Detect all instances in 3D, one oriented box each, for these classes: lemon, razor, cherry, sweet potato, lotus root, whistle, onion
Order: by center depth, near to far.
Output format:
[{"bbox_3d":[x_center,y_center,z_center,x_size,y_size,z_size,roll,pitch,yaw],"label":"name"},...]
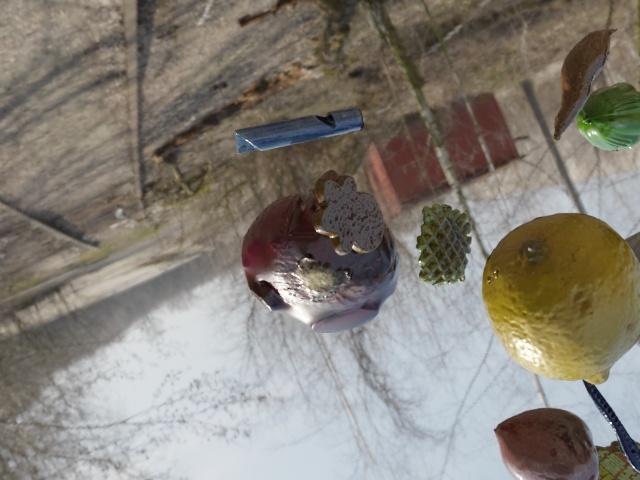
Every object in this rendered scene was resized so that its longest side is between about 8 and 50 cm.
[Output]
[{"bbox_3d":[0.353,0.087,1.068,0.228,0.254,0.228,-14,-162,5],"label":"lemon"},{"bbox_3d":[0.431,-0.275,1.230,0.226,0.068,0.068,-62,-173,-5],"label":"sweet potato"},{"bbox_3d":[0.611,0.346,1.573,0.093,0.324,0.056,-18,169,-30],"label":"razor"},{"bbox_3d":[-0.049,-0.253,1.687,0.304,0.062,0.062,-14,179,-18],"label":"whistle"},{"bbox_3d":[0.543,0.515,1.763,0.239,0.206,0.239,-12,-152,6],"label":"cherry"},{"bbox_3d":[0.000,0.000,1.878,0.398,0.398,0.420,-23,-139,18],"label":"onion"},{"bbox_3d":[0.736,-0.317,1.907,0.186,0.186,0.186,-24,-178,1],"label":"lotus root"}]

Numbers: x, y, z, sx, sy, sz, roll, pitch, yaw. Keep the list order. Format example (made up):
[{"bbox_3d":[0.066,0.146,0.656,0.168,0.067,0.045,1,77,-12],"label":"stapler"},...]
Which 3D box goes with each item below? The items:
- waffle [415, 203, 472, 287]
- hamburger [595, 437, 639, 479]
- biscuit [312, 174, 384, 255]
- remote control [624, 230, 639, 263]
[{"bbox_3d":[0.308,0.013,1.822,0.214,0.208,0.054,0,-179,-45],"label":"waffle"},{"bbox_3d":[0.868,0.697,2.121,0.275,0.151,0.261,-12,-153,-5],"label":"hamburger"},{"bbox_3d":[0.063,-0.051,1.606,0.039,0.180,0.236,-9,159,40],"label":"biscuit"},{"bbox_3d":[0.678,0.022,1.553,0.055,0.110,0.313,13,173,9],"label":"remote control"}]
